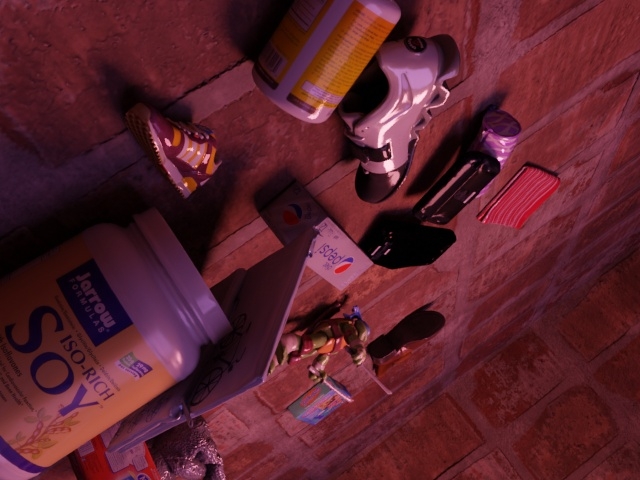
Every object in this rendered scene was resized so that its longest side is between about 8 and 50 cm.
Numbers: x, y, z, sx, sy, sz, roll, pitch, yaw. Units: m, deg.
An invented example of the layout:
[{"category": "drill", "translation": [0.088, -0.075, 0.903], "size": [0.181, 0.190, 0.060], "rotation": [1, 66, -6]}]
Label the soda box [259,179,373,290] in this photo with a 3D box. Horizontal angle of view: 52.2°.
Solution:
[{"category": "soda box", "translation": [0.000, 0.000, 1.206], "size": [0.091, 0.098, 0.286], "rotation": [-41, 154, 4]}]

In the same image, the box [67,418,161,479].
[{"category": "box", "translation": [-0.393, 0.495, 1.298], "size": [0.128, 0.256, 0.122], "rotation": [-20, 162, -34]}]

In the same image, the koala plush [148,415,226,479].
[{"category": "koala plush", "translation": [-0.354, 0.506, 1.479], "size": [0.221, 0.196, 0.203], "rotation": [-21, 129, -30]}]

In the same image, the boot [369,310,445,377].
[{"category": "boot", "translation": [0.286, 0.347, 2.116], "size": [0.264, 0.096, 0.280], "rotation": [-36, 154, -6]}]

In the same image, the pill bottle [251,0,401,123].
[{"category": "pill bottle", "translation": [0.016, -0.259, 0.798], "size": [0.117, 0.117, 0.215], "rotation": [2, 133, -53]}]

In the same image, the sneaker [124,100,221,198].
[{"category": "sneaker", "translation": [-0.179, -0.129, 0.825], "size": [0.084, 0.069, 0.185], "rotation": [-42, 161, -12]}]

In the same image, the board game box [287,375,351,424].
[{"category": "board game box", "translation": [0.002, 0.509, 2.067], "size": [0.160, 0.047, 0.210], "rotation": [-38, 154, -1]}]

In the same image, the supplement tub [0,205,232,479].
[{"category": "supplement tub", "translation": [-0.309, 0.125, 0.857], "size": [0.331, 0.241, 0.241], "rotation": [-33, 153, -12]}]

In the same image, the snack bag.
[{"category": "snack bag", "translation": [-0.157, 0.144, 0.984], "size": [0.343, 0.037, 0.323], "rotation": [-31, -156, 34]}]

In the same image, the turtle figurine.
[{"category": "turtle figurine", "translation": [0.014, 0.291, 1.534], "size": [0.267, 0.198, 0.274], "rotation": [-2, 96, -26]}]

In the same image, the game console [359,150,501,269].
[{"category": "game console", "translation": [0.250, -0.054, 1.410], "size": [0.213, 0.043, 0.361], "rotation": [7, 138, -38]}]

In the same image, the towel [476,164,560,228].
[{"category": "towel", "translation": [0.553, -0.113, 1.800], "size": [0.275, 0.031, 0.198], "rotation": [4, 130, -54]}]

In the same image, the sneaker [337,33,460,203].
[{"category": "sneaker", "translation": [0.083, -0.184, 1.028], "size": [0.146, 0.122, 0.330], "rotation": [-5, 142, -21]}]

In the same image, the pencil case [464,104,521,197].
[{"category": "pencil case", "translation": [0.344, -0.178, 1.371], "size": [0.088, 0.086, 0.206], "rotation": [-25, 151, -28]}]
